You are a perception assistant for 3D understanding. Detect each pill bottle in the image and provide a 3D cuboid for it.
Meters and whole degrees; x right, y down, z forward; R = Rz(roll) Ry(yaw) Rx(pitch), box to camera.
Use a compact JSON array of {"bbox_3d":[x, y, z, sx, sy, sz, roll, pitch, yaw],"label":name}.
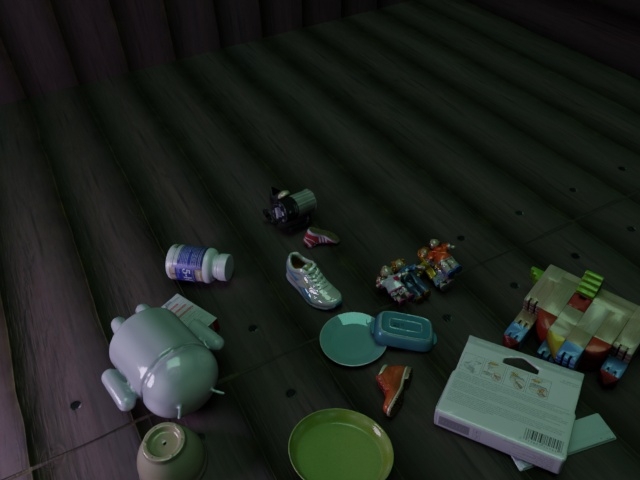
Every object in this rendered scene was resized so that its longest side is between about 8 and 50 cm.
[{"bbox_3d":[-0.371,0.074,1.777,0.187,0.111,0.112,6,43,11],"label":"pill bottle"}]

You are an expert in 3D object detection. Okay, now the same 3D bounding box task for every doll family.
[{"bbox_3d":[0.293,0.099,1.728,0.263,0.118,0.163,-30,52,-2],"label":"doll family"}]

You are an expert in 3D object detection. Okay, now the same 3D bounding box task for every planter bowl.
[{"bbox_3d":[-0.350,0.488,1.320,0.162,0.109,0.162,-2,42,2],"label":"planter bowl"}]

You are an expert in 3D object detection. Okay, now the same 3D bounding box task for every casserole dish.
[{"bbox_3d":[0.232,0.245,1.584,0.189,0.036,0.114,10,39,2],"label":"casserole dish"}]

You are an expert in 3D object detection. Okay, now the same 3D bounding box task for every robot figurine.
[{"bbox_3d":[-0.395,0.307,1.455,0.300,0.199,0.354,-33,49,-27],"label":"robot figurine"}]

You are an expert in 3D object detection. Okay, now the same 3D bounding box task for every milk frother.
[{"bbox_3d":[-0.108,-0.109,1.957,0.135,0.129,0.143,-24,41,-35],"label":"milk frother"}]

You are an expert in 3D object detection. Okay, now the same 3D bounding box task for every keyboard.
[{"bbox_3d":[0.565,0.472,1.351,0.256,0.014,0.072,-13,38,-11],"label":"keyboard"}]

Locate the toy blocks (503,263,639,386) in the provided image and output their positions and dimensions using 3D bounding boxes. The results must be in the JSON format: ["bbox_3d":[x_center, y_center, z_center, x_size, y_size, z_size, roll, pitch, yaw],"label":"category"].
[{"bbox_3d":[0.668,0.239,1.505,0.382,0.190,0.261,30,63,32],"label":"toy blocks"}]

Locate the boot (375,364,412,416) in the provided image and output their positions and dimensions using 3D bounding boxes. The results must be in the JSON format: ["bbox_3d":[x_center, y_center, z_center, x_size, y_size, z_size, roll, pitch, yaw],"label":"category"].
[{"bbox_3d":[0.174,0.376,1.453,0.085,0.059,0.158,10,35,19],"label":"boot"}]

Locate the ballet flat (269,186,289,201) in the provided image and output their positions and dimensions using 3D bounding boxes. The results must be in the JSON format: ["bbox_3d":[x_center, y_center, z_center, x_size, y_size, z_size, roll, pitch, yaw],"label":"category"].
[{"bbox_3d":[-0.151,-0.165,2.016,0.058,0.049,0.173,-21,11,-18],"label":"ballet flat"}]

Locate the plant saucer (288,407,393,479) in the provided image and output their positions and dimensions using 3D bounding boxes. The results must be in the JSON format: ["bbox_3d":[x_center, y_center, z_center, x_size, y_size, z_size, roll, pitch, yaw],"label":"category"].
[{"bbox_3d":[0.046,0.489,1.317,0.241,0.037,0.241,4,32,-3],"label":"plant saucer"}]

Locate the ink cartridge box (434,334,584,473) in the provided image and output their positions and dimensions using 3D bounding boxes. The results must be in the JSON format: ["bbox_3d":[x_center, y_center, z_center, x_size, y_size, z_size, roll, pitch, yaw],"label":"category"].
[{"bbox_3d":[0.463,0.388,1.401,0.297,0.066,0.261,17,43,24],"label":"ink cartridge box"}]

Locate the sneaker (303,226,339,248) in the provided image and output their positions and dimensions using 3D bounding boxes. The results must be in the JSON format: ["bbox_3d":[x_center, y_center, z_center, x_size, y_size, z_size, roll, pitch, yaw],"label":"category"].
[{"bbox_3d":[0.000,0.000,1.896,0.119,0.067,0.042,19,35,-21],"label":"sneaker"}]

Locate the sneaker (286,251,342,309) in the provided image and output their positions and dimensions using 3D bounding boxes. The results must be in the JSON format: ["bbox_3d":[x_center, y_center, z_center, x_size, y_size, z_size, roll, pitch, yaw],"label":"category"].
[{"bbox_3d":[-0.025,0.122,1.717,0.087,0.092,0.229,-32,50,-30],"label":"sneaker"}]

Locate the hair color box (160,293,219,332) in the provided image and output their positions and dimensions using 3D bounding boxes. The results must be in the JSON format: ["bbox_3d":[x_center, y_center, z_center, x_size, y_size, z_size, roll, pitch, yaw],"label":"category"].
[{"bbox_3d":[-0.383,0.230,1.650,0.167,0.053,0.093,27,51,27],"label":"hair color box"}]

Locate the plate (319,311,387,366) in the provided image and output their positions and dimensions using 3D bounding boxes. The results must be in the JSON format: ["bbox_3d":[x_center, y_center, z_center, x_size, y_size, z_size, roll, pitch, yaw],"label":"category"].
[{"bbox_3d":[0.091,0.276,1.589,0.188,0.024,0.188,-1,42,1],"label":"plate"}]
